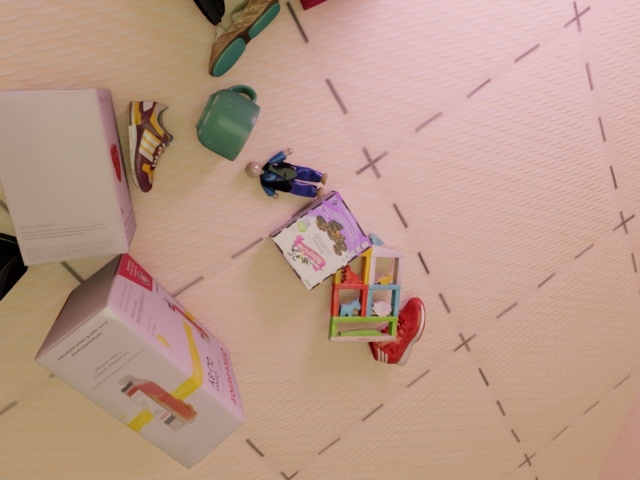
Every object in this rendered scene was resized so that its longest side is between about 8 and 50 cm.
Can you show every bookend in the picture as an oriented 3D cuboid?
[{"bbox_3d":[-0.656,0.036,0.785,0.157,0.156,0.073,19,101,-23],"label":"bookend"}]

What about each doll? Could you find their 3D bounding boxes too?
[{"bbox_3d":[-0.081,-0.152,0.978,0.188,0.046,0.129,9,114,-15],"label":"doll"}]

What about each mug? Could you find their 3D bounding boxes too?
[{"bbox_3d":[-0.197,-0.251,0.871,0.097,0.158,0.129,25,123,-22],"label":"mug"}]

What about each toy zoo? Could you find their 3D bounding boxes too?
[{"bbox_3d":[0.125,0.127,1.126,0.192,0.030,0.294,2,96,-15],"label":"toy zoo"}]

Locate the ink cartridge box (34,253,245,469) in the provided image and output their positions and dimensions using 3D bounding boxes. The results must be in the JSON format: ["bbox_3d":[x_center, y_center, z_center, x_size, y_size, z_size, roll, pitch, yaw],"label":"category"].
[{"bbox_3d":[-0.353,0.246,0.895,0.160,0.279,0.385,-38,116,-4],"label":"ink cartridge box"}]

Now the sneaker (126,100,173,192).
[{"bbox_3d":[-0.346,-0.190,0.861,0.083,0.069,0.186,-2,110,-13],"label":"sneaker"}]

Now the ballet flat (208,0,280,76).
[{"bbox_3d":[-0.170,-0.427,0.852,0.067,0.073,0.206,43,88,1],"label":"ballet flat"}]

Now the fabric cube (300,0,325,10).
[{"bbox_3d":[0.051,-0.618,0.748,0.254,0.259,0.258,-30,113,-6],"label":"fabric cube"}]

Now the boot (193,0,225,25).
[{"bbox_3d":[-0.190,-0.566,0.771,0.207,0.094,0.247,-33,109,-2],"label":"boot"}]

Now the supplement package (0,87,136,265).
[{"bbox_3d":[-0.467,-0.128,0.781,0.175,0.177,0.294,-8,111,-16],"label":"supplement package"}]

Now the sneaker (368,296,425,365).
[{"bbox_3d":[0.212,0.263,1.200,0.127,0.087,0.222,9,104,-23],"label":"sneaker"}]

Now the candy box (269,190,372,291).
[{"bbox_3d":[0.000,0.000,1.028,0.196,0.070,0.165,-35,103,-5],"label":"candy box"}]
